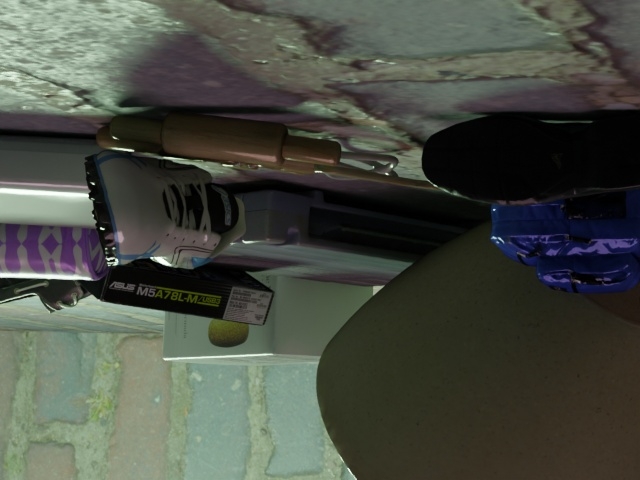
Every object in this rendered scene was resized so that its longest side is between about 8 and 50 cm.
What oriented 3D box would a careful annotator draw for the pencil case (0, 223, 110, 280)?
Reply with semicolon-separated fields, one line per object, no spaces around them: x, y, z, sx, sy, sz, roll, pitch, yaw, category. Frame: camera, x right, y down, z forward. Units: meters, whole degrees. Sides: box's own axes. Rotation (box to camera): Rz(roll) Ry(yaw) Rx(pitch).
-0.289;-0.009;1.521;0.206;0.088;0.086;1;180;8;pencil case

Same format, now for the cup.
0.194;0.105;1.466;0.331;0.331;0.237;7;129;-34;cup

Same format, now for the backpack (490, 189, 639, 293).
0.188;-0.012;1.264;0.120;0.101;0.098;4;167;16;backpack

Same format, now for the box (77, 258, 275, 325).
-0.170;0.028;1.680;0.190;0.045;0.184;11;-166;-33;box

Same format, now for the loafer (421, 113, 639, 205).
0.154;-0.052;1.107;0.170;0.062;0.061;2;178;17;loafer

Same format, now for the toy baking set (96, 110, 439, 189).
-0.029;-0.066;1.201;0.256;0.030;0.197;7;-179;16;toy baking set

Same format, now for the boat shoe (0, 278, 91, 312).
-0.331;0.056;2.142;0.233;0.079;0.084;0;171;7;boat shoe

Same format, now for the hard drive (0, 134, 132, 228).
-0.327;-0.052;1.349;0.353;0.047;0.233;4;173;-2;hard drive

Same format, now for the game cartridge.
0.000;0.000;1.621;0.230;0.068;0.355;1;175;45;game cartridge

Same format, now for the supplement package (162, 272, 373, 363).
-0.062;0.070;1.889;0.134;0.139;0.244;6;171;-34;supplement package

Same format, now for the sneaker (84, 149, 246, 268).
-0.109;-0.024;1.182;0.086;0.085;0.237;-13;176;8;sneaker
